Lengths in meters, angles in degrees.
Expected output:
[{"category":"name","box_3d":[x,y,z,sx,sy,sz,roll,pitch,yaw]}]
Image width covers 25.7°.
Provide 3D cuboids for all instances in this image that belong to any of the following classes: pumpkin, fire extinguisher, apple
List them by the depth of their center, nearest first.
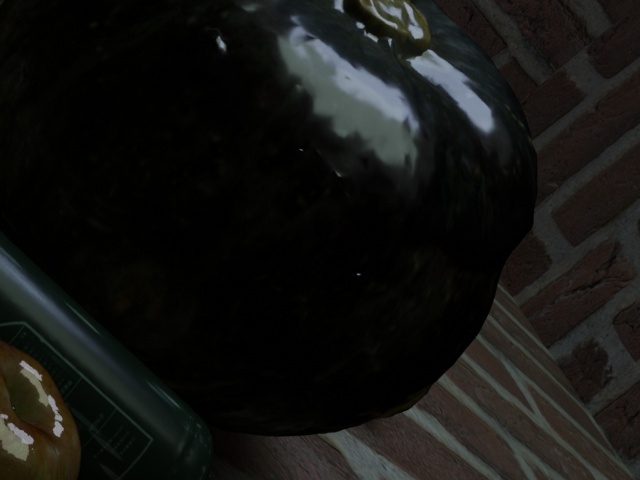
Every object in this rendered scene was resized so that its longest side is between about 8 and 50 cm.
[{"category":"apple","box_3d":[-0.175,0.098,0.670,0.126,0.102,0.126,49,10,-11]},{"category":"fire extinguisher","box_3d":[-0.155,0.091,0.817,0.311,0.114,0.095,45,51,-20]},{"category":"pumpkin","box_3d":[-0.052,-0.062,1.075,0.454,0.344,0.454,33,31,-23]}]

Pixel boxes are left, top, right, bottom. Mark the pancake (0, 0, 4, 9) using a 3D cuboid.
[{"category":"pancake","box_3d":[-0.256,-0.247,1.440,0.190,0.020,0.184,24,34,24]}]
